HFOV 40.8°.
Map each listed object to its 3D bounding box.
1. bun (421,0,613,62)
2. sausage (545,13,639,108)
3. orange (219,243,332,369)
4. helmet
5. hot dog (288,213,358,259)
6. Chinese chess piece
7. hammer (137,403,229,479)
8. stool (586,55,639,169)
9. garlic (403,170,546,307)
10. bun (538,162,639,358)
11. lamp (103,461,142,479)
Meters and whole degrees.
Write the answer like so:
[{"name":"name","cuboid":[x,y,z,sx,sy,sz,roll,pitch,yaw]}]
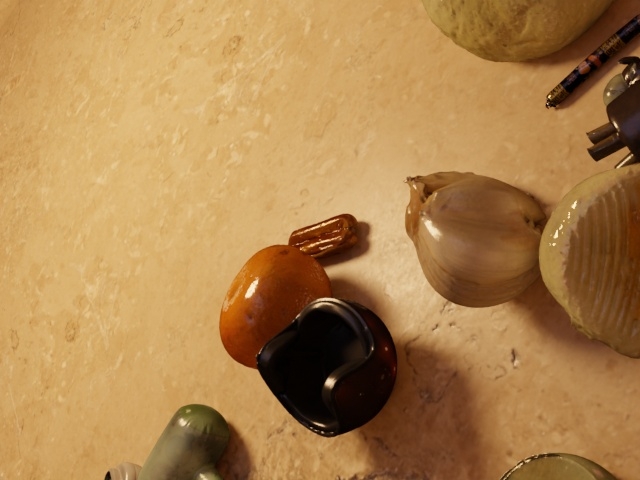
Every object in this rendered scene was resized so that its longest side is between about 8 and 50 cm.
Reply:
[{"name":"bun","cuboid":[0.297,-0.461,1.317,0.352,0.227,0.349,-30,55,37]},{"name":"sausage","cuboid":[0.407,-0.264,1.265,0.198,0.025,0.028,-42,44,26]},{"name":"orange","cuboid":[-0.076,0.119,1.493,0.224,0.170,0.224,-55,16,23]},{"name":"helmet","cuboid":[0.022,0.196,1.336,0.189,0.193,0.216,17,97,43]},{"name":"hot dog","cuboid":[0.000,0.000,1.559,0.165,0.045,0.071,-19,61,40]},{"name":"Chinese chess piece","cuboid":[0.298,0.359,1.063,0.188,0.083,0.189,-25,53,38]},{"name":"hammer","cuboid":[-0.187,0.451,1.519,0.335,0.119,0.206,37,103,41]},{"name":"stool","cuboid":[0.418,-0.156,1.137,0.121,0.125,0.217,-38,40,31]},{"name":"garlic","cuboid":[0.228,-0.002,1.225,0.281,0.203,0.185,-113,22,-82]},{"name":"bun","cuboid":[0.390,0.022,1.048,0.243,0.153,0.244,2,97,14]},{"name":"lamp","cuboid":[-0.387,0.547,1.668,0.179,0.107,0.246,43,114,58]}]
